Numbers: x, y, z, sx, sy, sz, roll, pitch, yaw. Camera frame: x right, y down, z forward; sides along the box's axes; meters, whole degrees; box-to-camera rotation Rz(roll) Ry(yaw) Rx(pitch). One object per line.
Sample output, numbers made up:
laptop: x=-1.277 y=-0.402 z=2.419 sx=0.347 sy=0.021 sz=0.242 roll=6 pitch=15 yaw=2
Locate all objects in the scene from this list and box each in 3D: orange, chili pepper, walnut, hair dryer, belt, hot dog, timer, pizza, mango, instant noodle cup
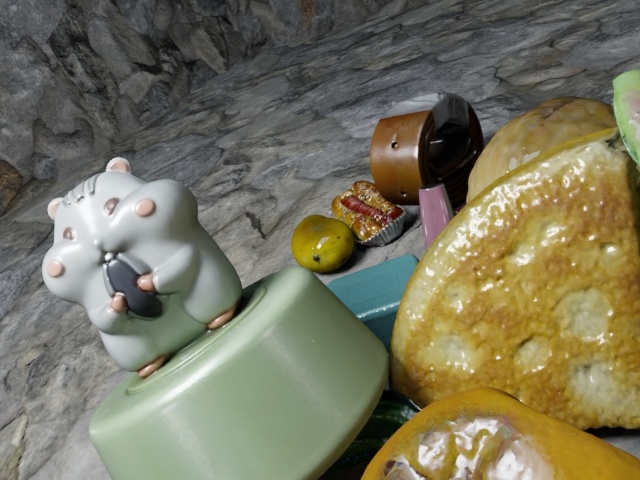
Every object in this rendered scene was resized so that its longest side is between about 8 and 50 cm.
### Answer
orange: x=0.111 y=0.210 z=0.355 sx=0.249 sy=0.183 sz=0.249 roll=-34 pitch=23 yaw=17
chili pepper: x=0.021 y=0.217 z=0.559 sx=0.279 sy=0.065 sz=0.122 roll=-16 pitch=40 yaw=18
walnut: x=0.285 y=-0.051 z=0.652 sx=0.225 sy=0.225 sz=0.261 roll=7 pitch=34 yaw=44
hair dryer: x=0.200 y=-0.040 z=0.860 sx=0.054 sy=0.106 sz=0.154 roll=-7 pitch=8 yaw=34
belt: x=0.181 y=-0.152 z=0.937 sx=0.105 sy=0.184 sz=0.261 roll=1 pitch=24 yaw=39
hot dog: x=0.081 y=-0.051 z=0.988 sx=0.108 sy=0.059 sz=0.191 roll=-31 pitch=31 yaw=-5
timer: x=-0.134 y=0.073 z=0.546 sx=0.291 sy=0.315 sz=0.291 roll=-33 pitch=9 yaw=6
pizza: x=0.173 y=0.046 z=0.545 sx=0.258 sy=0.268 sz=0.087 roll=-7 pitch=6 yaw=24
mango: x=0.000 y=0.000 z=0.941 sx=0.103 sy=0.076 sz=0.161 roll=-30 pitch=25 yaw=-2
instant noodle cup: x=0.078 y=0.087 z=0.739 sx=0.179 sy=0.070 sz=0.157 roll=-20 pitch=26 yaw=9

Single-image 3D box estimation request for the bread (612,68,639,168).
bread: x=0.356 y=-0.028 z=0.501 sx=0.045 sy=0.301 sz=0.301 roll=-32 pitch=17 yaw=42
